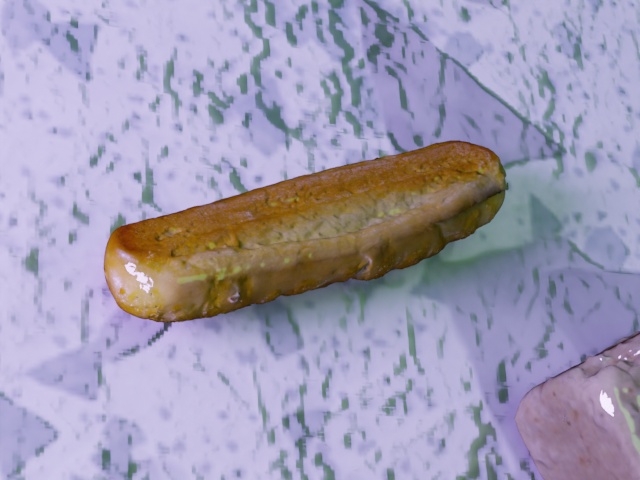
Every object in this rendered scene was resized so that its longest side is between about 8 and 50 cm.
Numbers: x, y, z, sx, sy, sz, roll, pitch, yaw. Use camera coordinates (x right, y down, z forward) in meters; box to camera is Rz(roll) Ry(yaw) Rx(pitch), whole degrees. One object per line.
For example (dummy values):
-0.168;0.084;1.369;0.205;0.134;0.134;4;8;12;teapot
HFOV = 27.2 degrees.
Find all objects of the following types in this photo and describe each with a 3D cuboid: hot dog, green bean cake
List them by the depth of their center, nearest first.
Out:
0.000;0.000;0.637;0.215;0.047;0.066;-18;41;-30;hot dog
0.186;0.129;0.646;0.109;0.085;0.179;-21;80;-29;green bean cake
